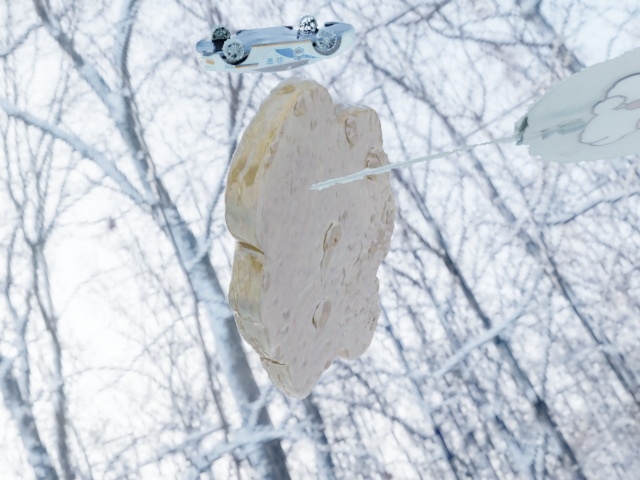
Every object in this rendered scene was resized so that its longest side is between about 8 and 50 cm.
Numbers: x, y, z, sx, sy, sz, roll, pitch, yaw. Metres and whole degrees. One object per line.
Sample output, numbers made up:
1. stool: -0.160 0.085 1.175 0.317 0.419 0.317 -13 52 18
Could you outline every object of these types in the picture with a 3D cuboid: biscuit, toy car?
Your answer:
1. biscuit: -0.004 -0.001 1.047 0.269 0.051 0.376 -60 -31 -27
2. toy car: -0.054 -0.242 1.330 0.205 0.095 0.056 -8 -66 -15

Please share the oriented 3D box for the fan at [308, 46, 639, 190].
1. fan: 0.151 -0.071 0.702 0.329 0.009 0.191 -13 -17 6
